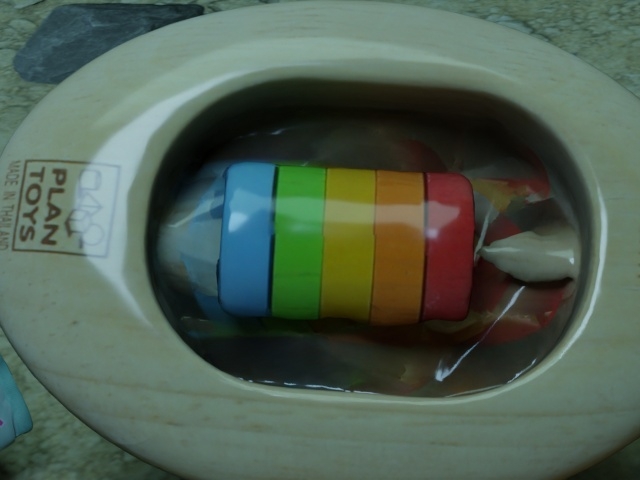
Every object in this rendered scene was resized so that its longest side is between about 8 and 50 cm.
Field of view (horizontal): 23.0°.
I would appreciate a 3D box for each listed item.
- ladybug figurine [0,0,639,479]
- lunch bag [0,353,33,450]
[{"bbox_3d":[0.014,0.012,0.962,0.450,0.305,0.162,7,-12,1],"label":"ladybug figurine"},{"bbox_3d":[-0.366,0.103,1.101,0.223,0.160,0.262,-31,27,-29],"label":"lunch bag"}]
